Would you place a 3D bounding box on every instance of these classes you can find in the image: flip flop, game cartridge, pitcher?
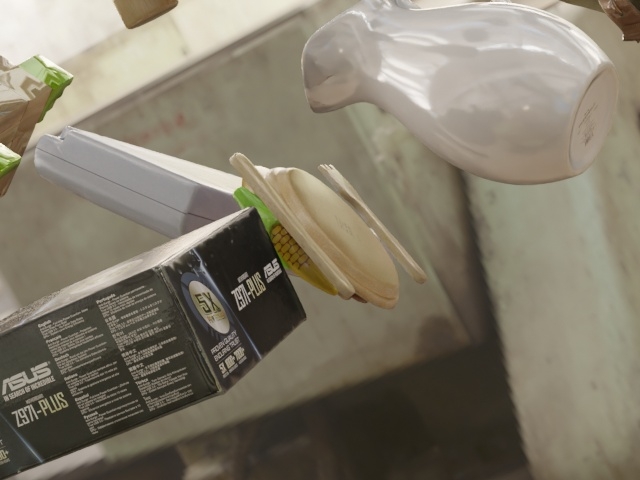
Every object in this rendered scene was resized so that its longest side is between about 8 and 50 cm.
[{"bbox_3d":[0.365,-0.281,1.894,0.277,0.112,0.080,22,74,46],"label":"flip flop"},{"bbox_3d":[-0.071,-0.021,1.306,0.198,0.062,0.297,28,7,34],"label":"game cartridge"},{"bbox_3d":[0.117,-0.135,1.151,0.207,0.125,0.177,21,62,28],"label":"pitcher"}]

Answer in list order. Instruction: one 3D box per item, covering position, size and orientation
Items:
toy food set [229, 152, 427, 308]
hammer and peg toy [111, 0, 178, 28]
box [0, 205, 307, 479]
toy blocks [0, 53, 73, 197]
[{"bbox_3d":[0.000,0.000,1.050,0.038,0.132,0.192,-43,-13,15],"label":"toy food set"},{"bbox_3d":[-0.046,-0.349,1.486,0.361,0.127,0.266,-26,11,27],"label":"hammer and peg toy"},{"bbox_3d":[-0.120,0.061,0.897,0.180,0.077,0.147,-23,6,22],"label":"box"},{"bbox_3d":[-0.419,-0.032,1.570,0.261,0.191,0.381,-60,-6,29],"label":"toy blocks"}]
